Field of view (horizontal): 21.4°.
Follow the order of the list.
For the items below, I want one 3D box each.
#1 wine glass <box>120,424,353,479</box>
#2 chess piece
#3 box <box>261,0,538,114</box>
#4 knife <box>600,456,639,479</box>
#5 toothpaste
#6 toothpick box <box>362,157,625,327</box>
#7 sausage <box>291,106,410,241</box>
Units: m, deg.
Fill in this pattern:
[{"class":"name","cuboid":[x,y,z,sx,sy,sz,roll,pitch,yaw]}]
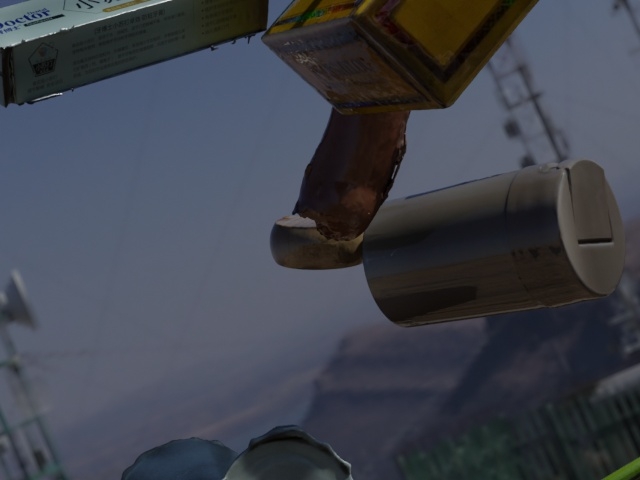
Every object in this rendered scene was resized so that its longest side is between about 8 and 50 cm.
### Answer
[{"class":"wine glass","cuboid":[-0.048,0.166,1.022,0.122,0.122,0.183,-23,-3,-27]},{"class":"chess piece","cuboid":[0.000,0.000,1.390,0.084,0.038,0.083,-2,12,1]},{"class":"box","cuboid":[0.110,-0.215,1.057,0.301,0.084,0.193,-50,16,-9]},{"class":"knife","cuboid":[0.186,0.125,0.957,0.184,0.026,0.022,-28,-45,-21]},{"class":"toothpaste","cuboid":[-0.193,-0.202,1.609,0.313,0.071,0.089,-23,39,-37]},{"class":"toothpick box","cuboid":[0.136,0.005,1.324,0.181,0.111,0.111,-12,5,35]},{"class":"sausage","cuboid":[0.045,-0.147,1.314,0.078,0.304,0.078,13,1,0]}]
